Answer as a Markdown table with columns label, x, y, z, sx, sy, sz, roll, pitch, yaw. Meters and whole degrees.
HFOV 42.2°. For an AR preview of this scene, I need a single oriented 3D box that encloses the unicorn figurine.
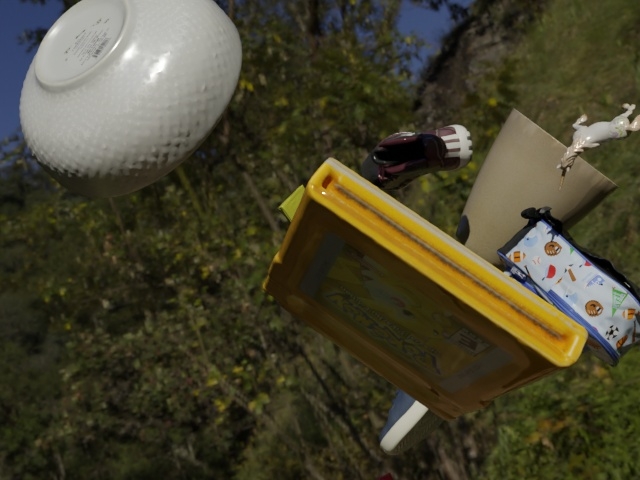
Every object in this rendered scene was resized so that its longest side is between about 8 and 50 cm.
| label | x | y | z | sx | sy | sz | roll | pitch | yaw |
| --- | --- | --- | --- | --- | --- | --- | --- | --- | --- |
| unicorn figurine | 0.434 | -0.163 | 1.302 | 0.162 | 0.060 | 0.111 | -34 | 13 | 41 |

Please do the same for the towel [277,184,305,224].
| label | x | y | z | sx | sy | sz | roll | pitch | yaw |
| --- | --- | --- | --- | --- | --- | --- | --- | --- | --- |
| towel | 0.000 | 0.000 | 1.797 | 0.021 | 0.237 | 0.102 | -24 | 16 | 38 |

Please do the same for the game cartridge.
| label | x | y | z | sx | sy | sz | roll | pitch | yaw |
| --- | --- | --- | --- | --- | --- | --- | --- | --- | --- |
| game cartridge | 0.080 | 0.075 | 0.871 | 0.053 | 0.285 | 0.324 | -54 | -3 | -25 |

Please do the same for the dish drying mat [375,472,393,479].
| label | x | y | z | sx | sy | sz | roll | pitch | yaw |
| --- | --- | --- | --- | --- | --- | --- | --- | --- | --- |
| dish drying mat | 0.081 | 0.400 | 1.308 | 0.083 | 0.032 | 0.008 | -26 | -8 | -14 |

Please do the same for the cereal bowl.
| label | x | y | z | sx | sy | sz | roll | pitch | yaw |
| --- | --- | --- | --- | --- | --- | --- | --- | --- | --- |
| cereal bowl | -0.285 | -0.236 | 1.143 | 0.338 | 0.339 | 0.141 | -21 | -38 | 18 |

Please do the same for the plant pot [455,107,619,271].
| label | x | y | z | sx | sy | sz | roll | pitch | yaw |
| --- | --- | --- | --- | --- | --- | --- | --- | --- | --- |
| plant pot | 0.405 | -0.081 | 1.670 | 0.274 | 0.256 | 0.256 | -53 | -20 | 15 |

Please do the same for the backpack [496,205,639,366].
| label | x | y | z | sx | sy | sz | roll | pitch | yaw |
| --- | --- | --- | --- | --- | --- | --- | --- | --- | --- |
| backpack | 0.452 | 0.104 | 1.482 | 0.213 | 0.263 | 0.276 | -55 | -39 | 3 |

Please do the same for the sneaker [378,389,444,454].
| label | x | y | z | sx | sy | sz | roll | pitch | yaw |
| --- | --- | --- | --- | --- | --- | --- | --- | --- | --- |
| sneaker | 0.179 | 0.191 | 1.399 | 0.350 | 0.148 | 0.131 | -57 | -29 | 6 |

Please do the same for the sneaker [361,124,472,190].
| label | x | y | z | sx | sy | sz | roll | pitch | yaw |
| --- | --- | --- | --- | --- | --- | --- | --- | --- | --- |
| sneaker | 0.131 | -0.154 | 1.535 | 0.162 | 0.107 | 0.281 | -9 | -4 | -38 |
